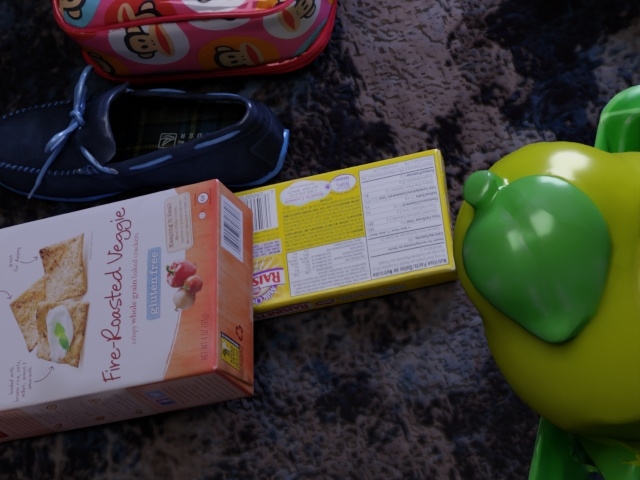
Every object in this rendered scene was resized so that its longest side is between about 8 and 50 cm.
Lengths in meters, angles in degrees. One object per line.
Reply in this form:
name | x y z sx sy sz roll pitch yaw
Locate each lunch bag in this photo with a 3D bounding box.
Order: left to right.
lunch bag | -0.080 -0.278 1.500 0.258 0.120 0.293 -3 64 15

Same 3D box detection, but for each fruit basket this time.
fruit basket | 0.241 0.058 1.101 0.282 0.392 0.392 6 67 20

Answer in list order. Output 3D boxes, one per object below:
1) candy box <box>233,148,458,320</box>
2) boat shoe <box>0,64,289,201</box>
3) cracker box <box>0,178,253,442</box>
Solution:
candy box | 0.000 0.000 1.395 0.205 0.027 0.105 -12 65 12
boat shoe | -0.155 -0.095 1.453 0.258 0.089 0.109 -7 63 14
cracker box | -0.167 0.056 1.380 0.232 0.067 0.156 -13 62 22
